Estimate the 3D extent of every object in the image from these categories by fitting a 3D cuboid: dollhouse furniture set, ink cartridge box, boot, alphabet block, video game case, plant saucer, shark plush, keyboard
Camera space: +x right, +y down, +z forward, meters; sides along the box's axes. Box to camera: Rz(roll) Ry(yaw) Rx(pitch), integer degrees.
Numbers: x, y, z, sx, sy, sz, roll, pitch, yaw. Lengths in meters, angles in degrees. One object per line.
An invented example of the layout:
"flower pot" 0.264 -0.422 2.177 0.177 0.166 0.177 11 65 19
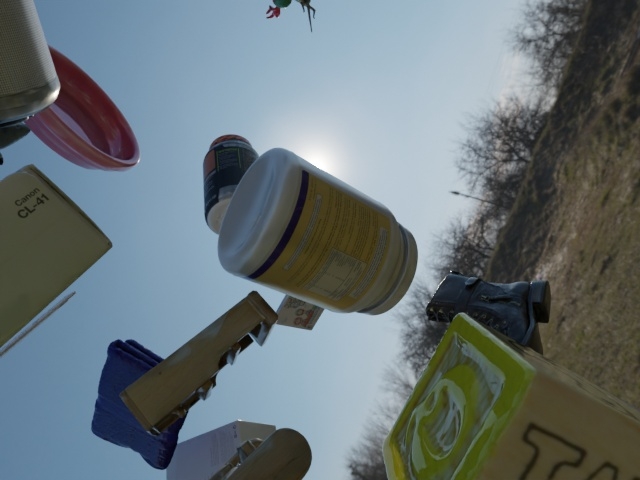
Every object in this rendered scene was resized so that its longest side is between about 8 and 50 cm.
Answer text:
"dollhouse furniture set" -0.089 0.329 0.683 0.256 0.394 0.362 -38 -12 -29
"ink cartridge box" -0.423 0.030 0.536 0.226 0.306 0.131 -50 -61 -22
"boot" 0.318 0.162 0.824 0.263 0.228 0.091 -49 -54 -39
"alphabet block" 0.195 0.214 0.387 0.194 0.197 0.192 -62 1 3
"video game case" -0.046 0.185 1.183 0.143 0.019 0.157 19 -71 -36
"plant saucer" -0.561 -0.287 0.935 0.084 0.332 0.332 -33 -26 8
"shark plush" -0.538 -0.148 0.660 0.067 0.073 0.161 31 -144 -30
"keyboard" -0.564 0.187 0.756 0.014 0.072 0.256 48 -132 -15

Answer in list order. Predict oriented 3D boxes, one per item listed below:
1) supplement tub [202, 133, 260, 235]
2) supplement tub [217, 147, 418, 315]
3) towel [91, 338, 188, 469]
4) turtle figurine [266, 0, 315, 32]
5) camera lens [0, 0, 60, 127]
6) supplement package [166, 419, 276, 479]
"supplement tub" -0.271 -0.179 1.298 0.194 0.193 0.316 74 -178 -53
"supplement tub" 0.000 0.000 0.792 0.331 0.241 0.241 25 -93 -29
"towel" -0.423 0.391 0.989 0.309 0.227 0.076 -66 -4 26
"turtle figurine" -0.070 -0.513 0.749 0.175 0.117 0.235 163 91 -81
"camera lens" -0.495 -0.297 0.535 0.219 0.219 0.275 -40 -38 -44
"supplement package" -0.271 0.662 1.176 0.262 0.200 0.198 -26 -35 15
